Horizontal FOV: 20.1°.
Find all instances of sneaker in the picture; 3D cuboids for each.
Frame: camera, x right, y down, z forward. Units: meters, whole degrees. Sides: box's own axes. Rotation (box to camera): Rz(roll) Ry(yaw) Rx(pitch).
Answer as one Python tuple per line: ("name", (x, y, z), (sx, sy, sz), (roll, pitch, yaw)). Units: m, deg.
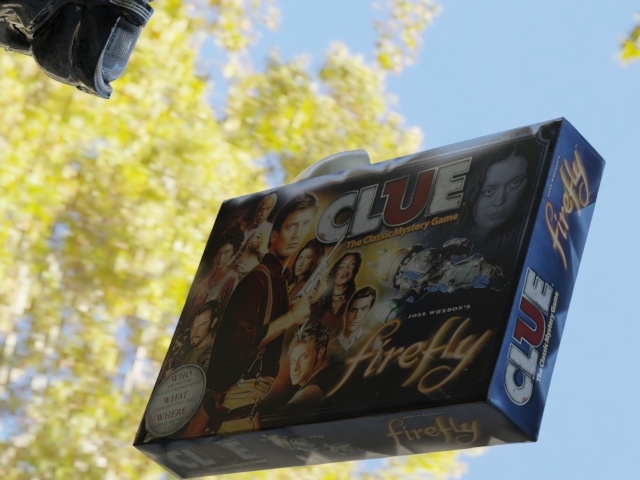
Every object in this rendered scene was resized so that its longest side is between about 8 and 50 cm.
("sneaker", (-0.192, -0.148, 1.120), (0.101, 0.153, 0.268), (-66, -159, -8))

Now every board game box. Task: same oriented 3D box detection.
("board game box", (0.021, 0.035, 0.934), (0.243, 0.042, 0.165), (-13, -132, 41))

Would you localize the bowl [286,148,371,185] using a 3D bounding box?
("bowl", (0.000, 0.000, 1.523), (0.142, 0.053, 0.142), (150, -62, -64))
